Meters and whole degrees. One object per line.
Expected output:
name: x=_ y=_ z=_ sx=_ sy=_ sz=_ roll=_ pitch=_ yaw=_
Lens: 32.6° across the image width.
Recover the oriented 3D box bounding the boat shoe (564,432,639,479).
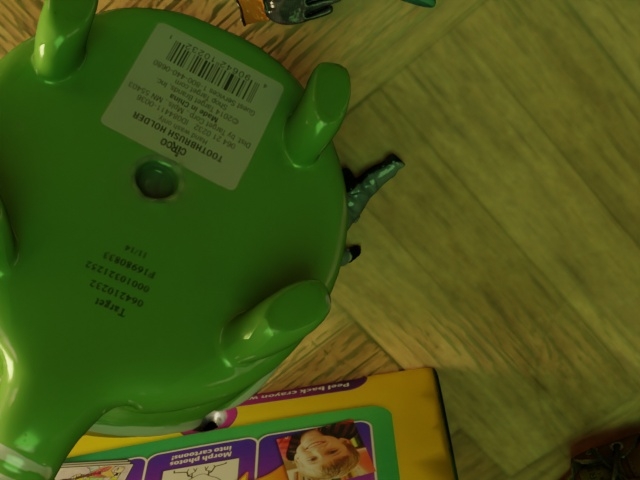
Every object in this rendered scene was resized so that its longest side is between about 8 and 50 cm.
boat shoe: x=0.246 y=0.212 z=0.858 sx=0.104 sy=0.111 sz=0.307 roll=31 pitch=111 yaw=-16

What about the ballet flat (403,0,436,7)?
ballet flat: x=-0.014 y=-0.197 z=0.666 sx=0.221 sy=0.077 sz=0.079 roll=4 pitch=101 yaw=-24

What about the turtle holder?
turtle holder: x=-0.112 y=0.029 z=0.666 sx=0.243 sy=0.320 sz=0.227 roll=0 pitch=155 yaw=-22

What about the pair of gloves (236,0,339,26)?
pair of gloves: x=-0.025 y=-0.183 z=0.721 sx=0.074 sy=0.010 sz=0.083 roll=-12 pitch=116 yaw=5

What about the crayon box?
crayon box: x=-0.075 y=0.237 z=0.754 sx=0.363 sy=0.313 sz=0.106 roll=-10 pitch=115 yaw=4

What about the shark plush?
shark plush: x=0.000 y=0.000 z=0.803 sx=0.067 sy=0.073 sz=0.161 roll=32 pitch=91 yaw=-35
